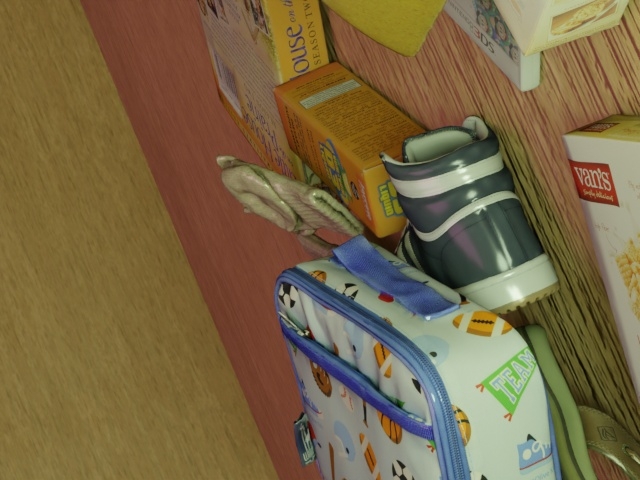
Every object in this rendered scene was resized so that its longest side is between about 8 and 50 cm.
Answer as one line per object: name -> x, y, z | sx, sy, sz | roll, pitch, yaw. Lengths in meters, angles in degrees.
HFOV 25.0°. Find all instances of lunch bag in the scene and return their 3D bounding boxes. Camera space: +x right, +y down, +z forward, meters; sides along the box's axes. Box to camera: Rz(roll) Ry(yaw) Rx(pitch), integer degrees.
lunch bag -> 0.065, 0.129, 1.114 | 0.303, 0.115, 0.243 | 29, 137, 60

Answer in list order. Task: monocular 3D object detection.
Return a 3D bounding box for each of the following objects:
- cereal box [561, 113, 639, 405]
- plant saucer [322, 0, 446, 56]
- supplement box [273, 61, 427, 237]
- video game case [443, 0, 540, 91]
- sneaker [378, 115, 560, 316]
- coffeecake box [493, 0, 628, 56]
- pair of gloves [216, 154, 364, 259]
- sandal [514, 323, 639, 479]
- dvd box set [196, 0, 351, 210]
cereal box -> 0.229, 0.045, 0.856 | 0.173, 0.047, 0.240 | -160, 50, -73
plant saucer -> 0.018, -0.306, 0.858 | 0.333, 0.081, 0.333 | 123, 138, -78
supplement box -> 0.035, -0.090, 1.356 | 0.233, 0.080, 0.078 | 44, 154, 57
video game case -> 0.109, -0.203, 1.000 | 0.157, 0.019, 0.143 | 82, 161, -45
sneaker -> 0.095, -0.010, 1.192 | 0.153, 0.099, 0.282 | 66, 163, -1
coffeecake box -> 0.128, -0.214, 0.795 | 0.185, 0.068, 0.142 | 100, 148, -66
pair of gloves -> 0.000, 0.000, 1.469 | 0.204, 0.042, 0.240 | 25, 165, 49
sandal -> 0.212, 0.178, 1.086 | 0.120, 0.086, 0.303 | 86, 174, -47
dvd box set -> -0.074, -0.264, 1.540 | 0.307, 0.062, 0.420 | -126, 19, -50
